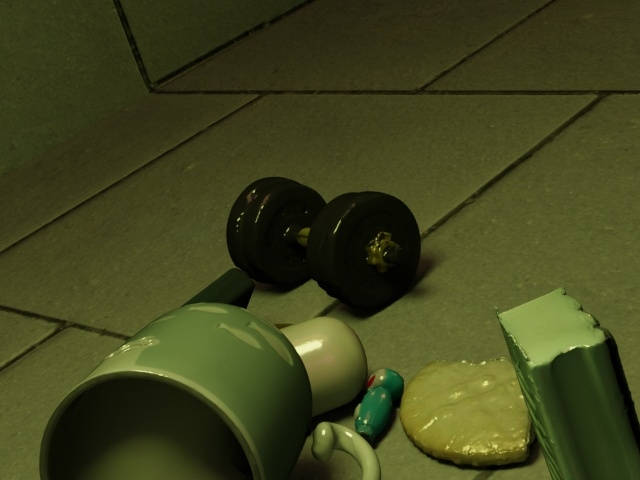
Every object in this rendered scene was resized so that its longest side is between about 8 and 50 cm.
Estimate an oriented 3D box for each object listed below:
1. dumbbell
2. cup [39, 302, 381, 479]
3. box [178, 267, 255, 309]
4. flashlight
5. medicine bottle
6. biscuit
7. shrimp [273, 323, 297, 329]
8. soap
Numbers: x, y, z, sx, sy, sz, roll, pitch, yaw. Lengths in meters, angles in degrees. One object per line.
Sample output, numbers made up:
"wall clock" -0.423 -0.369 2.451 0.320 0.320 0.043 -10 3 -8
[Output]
"dumbbell" 0.000 0.000 1.981 0.185 0.185 0.388 -33 26 -31
"cup" -0.100 0.227 1.428 0.357 0.259 0.274 13 21 10
"box" -0.199 0.148 1.859 0.050 0.160 0.230 41 51 15
"flashlight" 0.075 0.216 1.615 0.051 0.051 0.129 -8 30 23
"medicine bottle" -0.102 0.203 1.669 0.341 0.130 0.130 -20 23 -3
"biscuit" 0.195 0.205 1.557 0.188 0.040 0.265 -28 25 -16
"shrimp" -0.103 0.168 1.812 0.296 0.058 0.169 -5 -21 -33
"soap" 0.262 0.183 1.275 0.094 0.261 0.150 -24 23 -3
